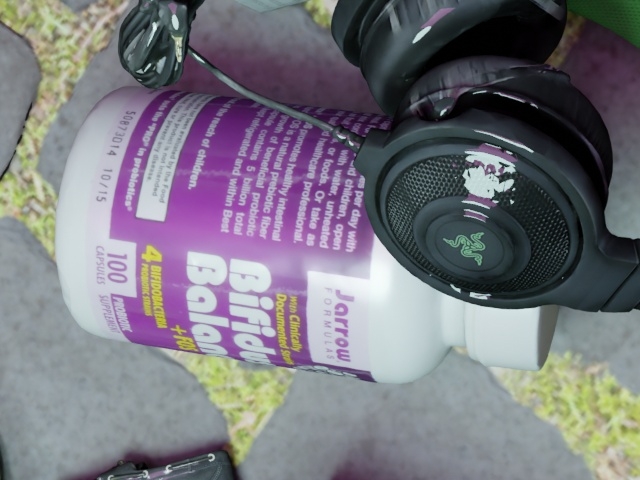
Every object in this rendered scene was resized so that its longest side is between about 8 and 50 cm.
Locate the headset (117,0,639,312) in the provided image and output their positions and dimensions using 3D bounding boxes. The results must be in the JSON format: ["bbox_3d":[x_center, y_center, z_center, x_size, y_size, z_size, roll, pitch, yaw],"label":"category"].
[{"bbox_3d":[0.088,-0.095,0.904,0.394,0.185,0.243,4,54,-19],"label":"headset"}]

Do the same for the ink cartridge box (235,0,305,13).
[{"bbox_3d":[0.041,-0.279,1.030,0.270,0.198,0.197,-13,86,14],"label":"ink cartridge box"}]

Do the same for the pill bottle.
[{"bbox_3d":[0.000,0.000,1.056,0.301,0.169,0.169,8,92,15],"label":"pill bottle"}]

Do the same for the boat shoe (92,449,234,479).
[{"bbox_3d":[-0.125,0.172,1.156,0.142,0.049,0.040,-8,69,13],"label":"boat shoe"}]
